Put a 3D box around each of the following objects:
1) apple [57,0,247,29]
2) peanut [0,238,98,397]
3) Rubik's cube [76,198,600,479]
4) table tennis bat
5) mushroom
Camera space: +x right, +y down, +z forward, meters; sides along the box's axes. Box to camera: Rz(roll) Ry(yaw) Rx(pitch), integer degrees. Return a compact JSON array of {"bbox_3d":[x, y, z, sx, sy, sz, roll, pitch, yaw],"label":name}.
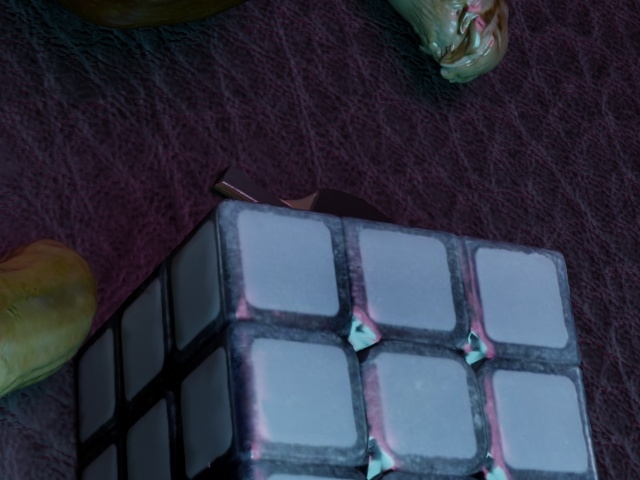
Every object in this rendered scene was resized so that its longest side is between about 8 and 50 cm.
[{"bbox_3d":[-0.141,-0.321,1.555,0.288,0.317,0.288,1,88,-17],"label":"apple"},{"bbox_3d":[-0.249,0.059,1.384,0.120,0.110,0.236,15,26,21],"label":"peanut"},{"bbox_3d":[0.008,0.177,1.369,0.305,0.301,0.303,8,61,-29],"label":"Rubik's cube"},{"bbox_3d":[0.000,0.000,1.641,0.220,0.019,0.130,33,51,-14],"label":"table tennis bat"},{"bbox_3d":[0.112,-0.335,1.825,0.177,0.126,0.397,23,51,-29],"label":"mushroom"}]
